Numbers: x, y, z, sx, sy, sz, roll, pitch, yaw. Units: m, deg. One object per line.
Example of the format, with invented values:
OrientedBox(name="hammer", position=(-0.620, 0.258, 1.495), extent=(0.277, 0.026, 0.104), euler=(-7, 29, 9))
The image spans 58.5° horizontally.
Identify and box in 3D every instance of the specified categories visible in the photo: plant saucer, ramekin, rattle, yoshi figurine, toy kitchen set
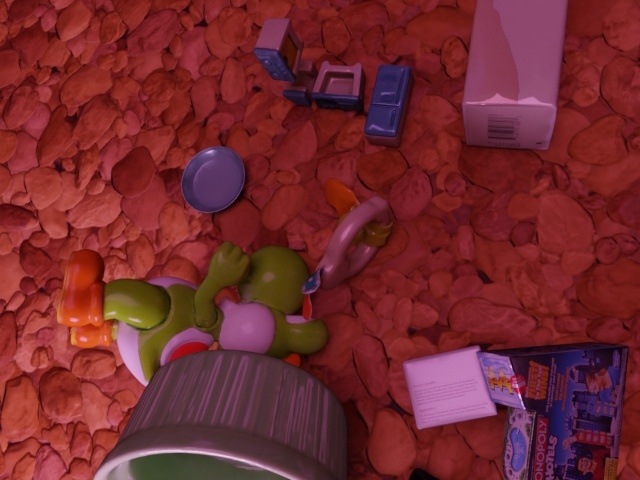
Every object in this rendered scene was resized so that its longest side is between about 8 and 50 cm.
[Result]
OrientedBox(name="plant saucer", position=(-0.180, -0.102, 0.976), extent=(0.119, 0.021, 0.119), euler=(-5, 74, 16))
OrientedBox(name="ramekin", position=(-0.105, 0.273, 0.710), extent=(0.303, 0.303, 0.148), euler=(-7, 39, 15))
OrientedBox(name="rattle", position=(0.000, 0.000, 0.824), extent=(0.143, 0.130, 0.200), euler=(43, 74, 11))
OrientedBox(name="yoshi figurine", position=(-0.165, 0.077, 0.826), extent=(0.362, 0.203, 0.203), euler=(9, 111, -10))
OrientedBox(name="toy kitchen set", position=(0.020, -0.240, 0.873), extent=(0.207, 0.166, 0.122), euler=(9, 79, 19))

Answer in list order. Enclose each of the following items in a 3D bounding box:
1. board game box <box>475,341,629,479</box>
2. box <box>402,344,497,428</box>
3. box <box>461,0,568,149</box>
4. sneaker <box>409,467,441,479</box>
OrientedBox(name="board game box", position=(0.269, 0.201, 0.680), extent=(0.194, 0.060, 0.194), euler=(16, 78, -23))
OrientedBox(name="box", position=(0.171, 0.191, 0.750), extent=(0.101, 0.102, 0.087), euler=(-16, 75, 13))
OrientedBox(name="box", position=(0.286, -0.303, 0.822), extent=(0.121, 0.148, 0.311), euler=(6, 76, 19))
OrientedBox(name="sneaker", position=(0.067, 0.390, 0.665), extent=(0.121, 0.302, 0.108), euler=(41, 135, 24))
